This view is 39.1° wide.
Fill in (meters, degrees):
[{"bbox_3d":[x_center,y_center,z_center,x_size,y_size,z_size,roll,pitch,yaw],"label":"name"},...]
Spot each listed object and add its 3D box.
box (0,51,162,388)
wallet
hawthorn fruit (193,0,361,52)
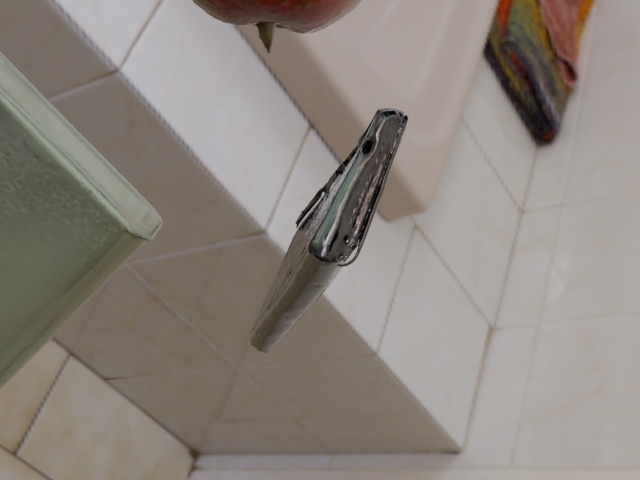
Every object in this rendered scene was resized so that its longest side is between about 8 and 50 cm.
[{"bbox_3d":[-0.424,-0.013,1.049,0.352,0.344,0.177,47,7,-10],"label":"box"},{"bbox_3d":[0.000,0.000,0.869,0.045,0.318,0.172,25,65,-5],"label":"wallet"},{"bbox_3d":[-0.056,-0.495,1.423,0.403,0.403,0.402,17,69,-50],"label":"hawthorn fruit"}]
